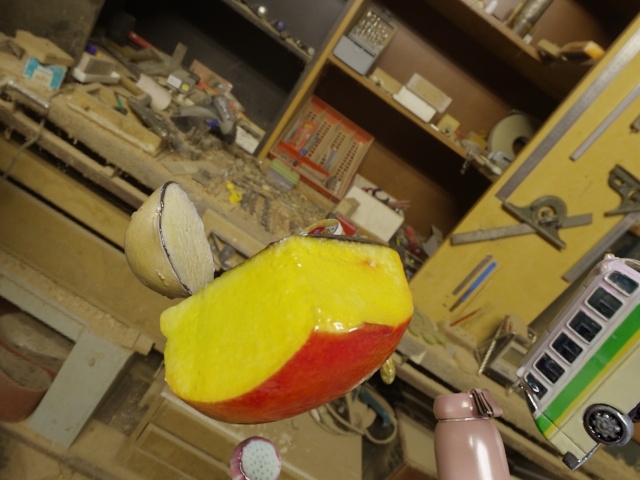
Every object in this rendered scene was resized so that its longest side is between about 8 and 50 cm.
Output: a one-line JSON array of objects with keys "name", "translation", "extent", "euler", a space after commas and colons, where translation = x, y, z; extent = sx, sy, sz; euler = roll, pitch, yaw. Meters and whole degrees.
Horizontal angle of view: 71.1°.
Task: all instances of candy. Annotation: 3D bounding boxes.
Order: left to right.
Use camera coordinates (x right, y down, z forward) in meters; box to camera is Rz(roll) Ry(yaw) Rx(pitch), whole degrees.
[{"name": "candy", "translation": [-0.125, 0.436, 0.873], "extent": [0.103, 0.043, 0.103], "euler": [25, 39, -23]}]

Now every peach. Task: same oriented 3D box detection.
[{"name": "peach", "translation": [-0.028, 0.145, 0.722], "extent": [0.306, 0.381, 0.242], "euler": [39, 21, -59]}]

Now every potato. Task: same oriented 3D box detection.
[{"name": "potato", "translation": [-0.273, 0.013, 0.768], "extent": [0.182, 0.117, 0.202], "euler": [-86, 160, -63]}, {"name": "potato", "translation": [0.191, 0.364, 1.267], "extent": [0.045, 0.092, 0.047], "euler": [-7, 4, -42]}]

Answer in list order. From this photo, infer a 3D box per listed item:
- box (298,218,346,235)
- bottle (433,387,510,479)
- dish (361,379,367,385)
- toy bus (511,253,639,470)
[{"name": "box", "translation": [0.000, 0.000, 0.894], "extent": [0.037, 0.106, 0.105], "euler": [60, 10, -26]}, {"name": "bottle", "translation": [0.377, 0.522, 1.096], "extent": [0.173, 0.206, 0.296], "euler": [7, 65, -20]}, {"name": "dish", "translation": [0.099, 0.284, 1.209], "extent": [0.108, 0.221, 0.262], "euler": [14, 49, -25]}, {"name": "toy bus", "translation": [0.435, 0.181, 0.686], "extent": [0.143, 0.305, 0.179], "euler": [-3, 36, -42]}]
